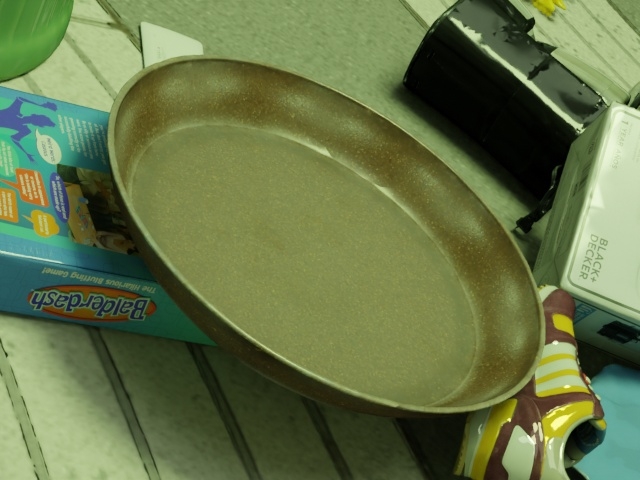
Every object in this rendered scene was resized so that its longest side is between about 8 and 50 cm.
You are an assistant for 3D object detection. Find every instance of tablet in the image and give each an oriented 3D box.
[{"bbox_3d":[-0.112,-0.137,1.102,0.054,0.006,0.083,17,37,-25],"label":"tablet"}]

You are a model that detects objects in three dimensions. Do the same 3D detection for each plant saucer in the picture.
[{"bbox_3d":[0.000,0.000,0.902,0.310,0.050,0.311,24,34,-18],"label":"plant saucer"}]

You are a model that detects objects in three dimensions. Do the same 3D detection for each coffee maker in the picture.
[{"bbox_3d":[0.165,-0.125,1.225,0.178,0.120,0.171,40,34,9],"label":"coffee maker"}]

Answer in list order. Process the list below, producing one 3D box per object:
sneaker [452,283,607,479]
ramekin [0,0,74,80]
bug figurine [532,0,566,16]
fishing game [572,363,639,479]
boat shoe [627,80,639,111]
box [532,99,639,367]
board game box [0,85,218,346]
[{"bbox_3d":[0.152,0.104,0.945,0.083,0.070,0.185,22,43,13],"label":"sneaker"},{"bbox_3d":[-0.287,-0.261,0.974,0.303,0.148,0.303,23,35,-17],"label":"ramekin"},{"bbox_3d":[0.165,-0.332,1.481,0.279,0.072,0.216,30,20,-13],"label":"bug figurine"},{"bbox_3d":[0.248,0.156,1.003,0.264,0.041,0.189,24,33,9],"label":"fishing game"},{"bbox_3d":[0.342,-0.050,1.247,0.135,0.156,0.367,24,37,-13],"label":"boat shoe"},{"bbox_3d":[0.317,0.032,1.094,0.289,0.087,0.169,21,67,-5],"label":"box"},{"bbox_3d":[-0.153,-0.020,0.880,0.210,0.047,0.160,12,39,-30],"label":"board game box"}]
